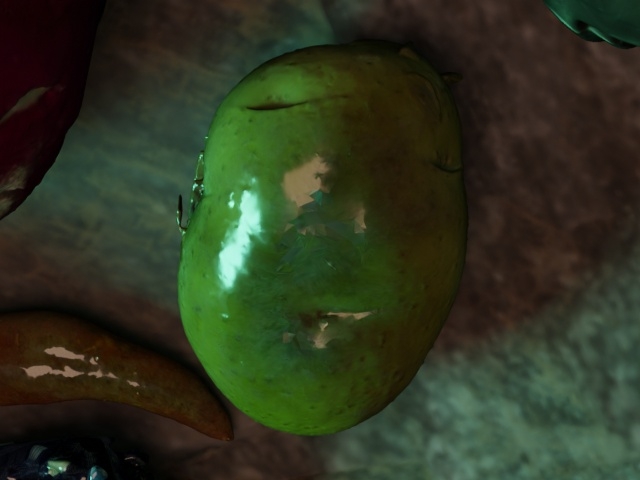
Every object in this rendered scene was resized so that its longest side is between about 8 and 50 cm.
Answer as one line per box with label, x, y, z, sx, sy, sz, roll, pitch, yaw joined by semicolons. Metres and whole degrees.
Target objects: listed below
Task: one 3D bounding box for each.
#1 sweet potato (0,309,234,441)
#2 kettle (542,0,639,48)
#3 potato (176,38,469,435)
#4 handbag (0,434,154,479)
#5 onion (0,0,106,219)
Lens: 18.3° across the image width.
sweet potato;-0.178;0.080;1.246;0.255;0.058;0.078;7;127;3
kettle;0.177;-0.261;1.003;0.321;0.228;0.324;34;118;23
potato;0.000;0.000;1.148;0.169;0.143;0.248;7;120;1
handbag;-0.157;0.242;1.273;0.162;0.113;0.260;-3;111;16
onion;-0.319;-0.143;0.993;0.398;0.420;0.398;2;100;10
